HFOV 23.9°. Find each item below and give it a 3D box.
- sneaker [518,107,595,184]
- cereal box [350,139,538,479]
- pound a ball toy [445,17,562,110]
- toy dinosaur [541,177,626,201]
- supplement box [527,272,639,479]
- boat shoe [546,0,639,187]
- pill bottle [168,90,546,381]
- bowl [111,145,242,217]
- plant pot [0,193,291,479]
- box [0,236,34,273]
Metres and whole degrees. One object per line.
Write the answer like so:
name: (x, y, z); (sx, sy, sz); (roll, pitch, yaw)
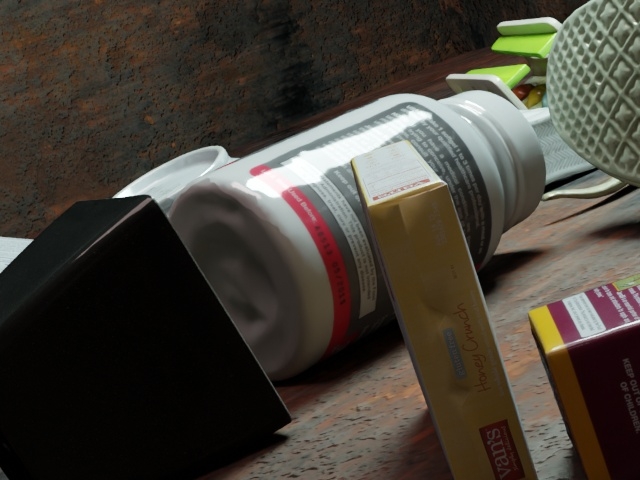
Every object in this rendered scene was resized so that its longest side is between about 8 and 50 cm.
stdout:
sneaker: (0.171, -0.085, 1.671); (0.292, 0.108, 0.169); (-13, 3, -25)
cereal box: (0.067, 0.038, 0.865); (0.047, 0.173, 0.240); (-18, 9, 2)
pound a ball toy: (0.262, -0.200, 2.184); (0.208, 0.136, 0.319); (-46, 11, -3)
toy dinosaur: (0.339, -0.096, 1.479); (0.268, 0.064, 0.118); (-27, -3, -38)
supplement box: (0.209, 0.052, 0.762); (0.188, 0.081, 0.104); (-19, 8, 6)
boat shoe: (0.384, -0.129, 1.187); (0.156, 0.187, 0.500); (-1, 0, -39)
pill bottle: (0.042, -0.021, 1.272); (0.318, 0.176, 0.176); (-26, 11, -38)
bowl: (-0.125, -0.001, 1.487); (0.298, 0.134, 0.298); (-25, 17, 8)
plant pot: (-0.164, 0.091, 1.067); (0.167, 0.187, 0.188); (-35, 14, -20)
box: (-0.325, 0.048, 1.567); (0.126, 0.072, 0.137); (6, 15, -29)
